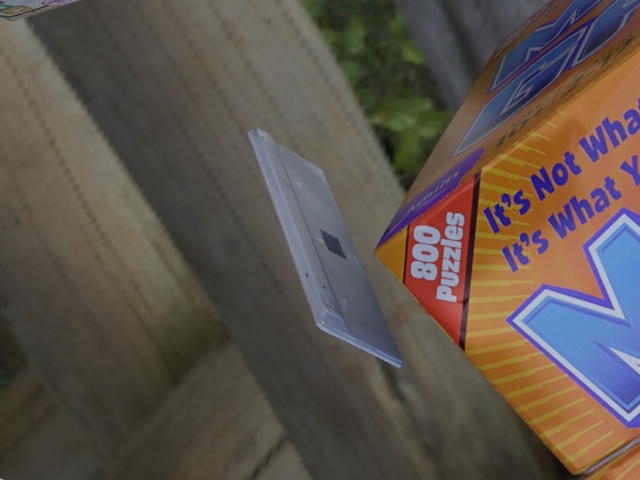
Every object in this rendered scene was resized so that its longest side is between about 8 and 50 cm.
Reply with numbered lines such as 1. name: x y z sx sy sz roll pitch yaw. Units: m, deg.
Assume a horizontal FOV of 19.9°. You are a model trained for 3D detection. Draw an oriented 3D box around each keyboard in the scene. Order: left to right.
1. keyboard: 0.000 0.000 1.282 0.072 0.256 0.014 34 109 -30

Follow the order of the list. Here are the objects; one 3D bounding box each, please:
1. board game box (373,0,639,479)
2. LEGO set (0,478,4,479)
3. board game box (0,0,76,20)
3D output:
1. board game box: 0.314 -0.032 1.091 0.356 0.356 0.356 47 29 -8
2. LEGO set: -0.251 0.199 1.111 0.182 0.244 0.060 -51 160 -32
3. board game box: -0.252 -0.230 1.525 0.193 0.147 0.045 0 78 -68
